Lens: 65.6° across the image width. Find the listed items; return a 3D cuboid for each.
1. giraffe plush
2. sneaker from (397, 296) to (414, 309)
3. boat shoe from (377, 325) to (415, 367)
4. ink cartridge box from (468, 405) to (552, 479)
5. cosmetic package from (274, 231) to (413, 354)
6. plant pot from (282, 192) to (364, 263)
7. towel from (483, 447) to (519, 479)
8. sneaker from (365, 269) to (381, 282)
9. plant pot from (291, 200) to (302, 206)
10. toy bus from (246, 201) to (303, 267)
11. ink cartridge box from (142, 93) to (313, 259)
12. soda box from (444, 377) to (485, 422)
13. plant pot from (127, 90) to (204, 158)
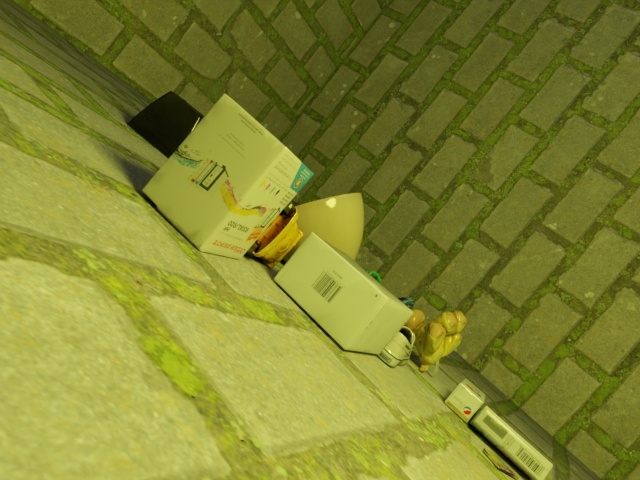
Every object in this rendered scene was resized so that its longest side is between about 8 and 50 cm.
[{"bbox_3d":[0.305,0.273,1.478,0.181,0.211,0.170,-1,28,-45],"label":"giraffe plush"},{"bbox_3d":[0.173,0.189,1.390,0.090,0.082,0.232,35,27,33],"label":"sneaker"},{"bbox_3d":[0.197,0.256,1.263,0.096,0.088,0.267,41,4,21],"label":"boat shoe"},{"bbox_3d":[0.457,0.511,1.242,0.189,0.066,0.232,41,-17,22],"label":"ink cartridge box"},{"bbox_3d":[0.057,0.123,1.089,0.224,0.138,0.224,41,6,28],"label":"cosmetic package"},{"bbox_3d":[0.000,0.000,1.355,0.284,0.283,0.191,3,71,-84],"label":"plant pot"},{"bbox_3d":[0.387,0.481,1.068,0.083,0.009,0.060,38,3,-30],"label":"towel"},{"bbox_3d":[0.150,0.153,1.750,0.109,0.124,0.295,35,5,-45],"label":"sneaker"},{"bbox_3d":[-0.088,-0.068,1.870,0.165,0.167,0.167,33,-1,36],"label":"plant pot"},{"bbox_3d":[-0.148,-0.043,1.159,0.220,0.149,0.211,38,-10,22],"label":"toy bus"},{"bbox_3d":[-0.166,-0.108,0.929,0.168,0.233,0.171,43,4,17],"label":"ink cartridge box"},{"bbox_3d":[0.388,0.422,1.323,0.074,0.069,0.216,40,3,22],"label":"soda box"},{"bbox_3d":[-0.457,-0.359,1.573,0.187,0.167,0.188,39,5,0],"label":"plant pot"}]
